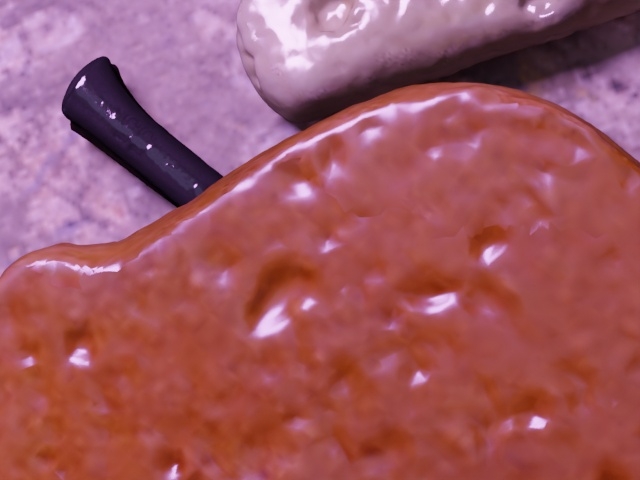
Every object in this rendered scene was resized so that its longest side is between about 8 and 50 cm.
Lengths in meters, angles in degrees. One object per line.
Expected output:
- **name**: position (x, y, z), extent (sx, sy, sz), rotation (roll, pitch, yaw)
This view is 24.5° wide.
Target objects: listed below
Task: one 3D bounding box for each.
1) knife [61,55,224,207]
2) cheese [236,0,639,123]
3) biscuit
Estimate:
- **knife**: position (0.000, 0.000, 0.565), extent (0.230, 0.028, 0.060), rotation (40, 90, 9)
- **cheese**: position (0.061, -0.099, 0.554), extent (0.194, 0.043, 0.065), rotation (-20, 76, 10)
- **biscuit**: position (0.066, 0.148, 0.506), extent (0.455, 0.078, 0.349), rotation (34, 93, 10)
